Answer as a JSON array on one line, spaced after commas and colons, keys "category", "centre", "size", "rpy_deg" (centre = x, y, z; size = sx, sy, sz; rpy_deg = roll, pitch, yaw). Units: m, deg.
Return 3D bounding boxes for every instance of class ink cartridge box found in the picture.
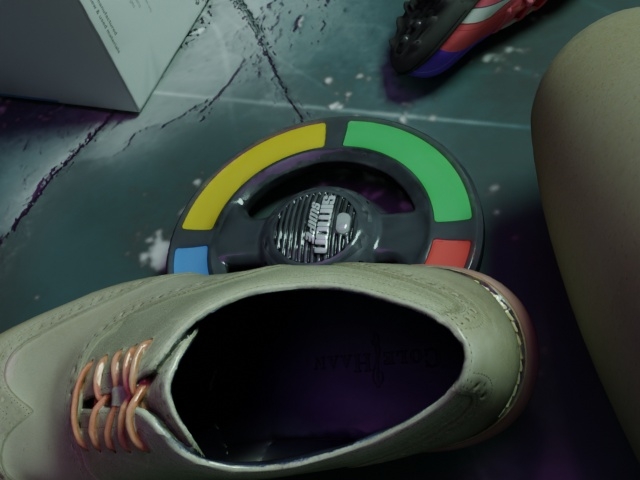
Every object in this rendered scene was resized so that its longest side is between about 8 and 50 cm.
[{"category": "ink cartridge box", "centre": [-0.222, -0.290, 0.797], "size": [0.198, 0.197, 0.270], "rpy_deg": [9, 57, 22]}]

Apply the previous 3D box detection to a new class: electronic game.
[{"category": "electronic game", "centre": [0.000, 0.000, 0.609], "size": [0.229, 0.048, 0.229], "rpy_deg": [-8, 52, 11]}]

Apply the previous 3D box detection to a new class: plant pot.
[{"category": "plant pot", "centre": [0.224, -0.020, 0.453], "size": [0.256, 0.256, 0.274], "rpy_deg": [-22, 36, 0]}]

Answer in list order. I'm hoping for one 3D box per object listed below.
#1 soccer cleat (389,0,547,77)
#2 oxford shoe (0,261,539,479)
[{"category": "soccer cleat", "centre": [0.185, -0.241, 0.704], "size": [0.318, 0.116, 0.108], "rpy_deg": [-51, 23, -4]}, {"category": "oxford shoe", "centre": [-0.086, 0.075, 0.485], "size": [0.397, 0.146, 0.140], "rpy_deg": [-14, 78, 17]}]
